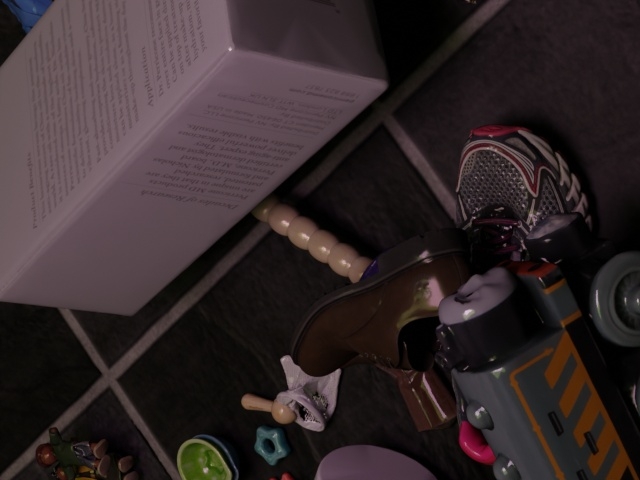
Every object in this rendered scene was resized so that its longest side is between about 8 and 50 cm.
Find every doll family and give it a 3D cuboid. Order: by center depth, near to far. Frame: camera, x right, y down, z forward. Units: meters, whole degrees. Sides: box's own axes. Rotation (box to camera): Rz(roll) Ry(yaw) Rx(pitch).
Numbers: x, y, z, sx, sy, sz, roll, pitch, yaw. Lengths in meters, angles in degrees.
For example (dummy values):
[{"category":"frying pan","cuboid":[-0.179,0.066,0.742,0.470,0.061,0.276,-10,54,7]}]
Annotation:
[{"category":"doll family","cuboid":[-0.248,0.284,1.978,0.111,0.076,0.193,-5,105,34]}]

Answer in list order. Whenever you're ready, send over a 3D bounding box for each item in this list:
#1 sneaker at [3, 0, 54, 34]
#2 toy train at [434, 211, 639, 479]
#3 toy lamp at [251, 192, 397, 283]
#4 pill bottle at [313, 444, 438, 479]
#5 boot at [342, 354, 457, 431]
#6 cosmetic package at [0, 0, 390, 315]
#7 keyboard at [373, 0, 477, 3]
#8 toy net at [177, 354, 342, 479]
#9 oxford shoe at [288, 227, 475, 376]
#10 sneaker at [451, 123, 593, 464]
[{"category":"sneaker","cuboid":[-0.295,-0.240,1.843,0.209,0.069,0.082,36,127,23]},{"category":"toy train","cuboid":[0.220,0.149,1.454,0.334,0.190,0.142,63,162,-12]},{"category":"toy lamp","cuboid":[0.000,0.000,1.689,0.274,0.080,0.080,35,123,24]},{"category":"pill bottle","cuboid":[0.024,0.336,1.731,0.153,0.153,0.265,33,122,25]},{"category":"boot","cuboid":[0.072,0.140,1.708,0.106,0.037,0.114,-31,90,42]},{"category":"cosmetic package","cuboid":[-0.141,-0.131,1.617,0.453,0.161,0.230,-38,51,46]},{"category":"keyboard","cuboid":[0.040,-0.292,1.575,0.317,0.033,0.201,-3,113,41]},{"category":"toy net","cuboid":[-0.048,0.203,1.813,0.122,0.045,0.232,52,128,12]},{"category":"oxford shoe","cuboid":[0.050,0.078,1.557,0.227,0.083,0.096,-37,64,46]},{"category":"sneaker","cuboid":[0.165,0.048,1.554,0.121,0.112,0.299,2,105,37]}]
